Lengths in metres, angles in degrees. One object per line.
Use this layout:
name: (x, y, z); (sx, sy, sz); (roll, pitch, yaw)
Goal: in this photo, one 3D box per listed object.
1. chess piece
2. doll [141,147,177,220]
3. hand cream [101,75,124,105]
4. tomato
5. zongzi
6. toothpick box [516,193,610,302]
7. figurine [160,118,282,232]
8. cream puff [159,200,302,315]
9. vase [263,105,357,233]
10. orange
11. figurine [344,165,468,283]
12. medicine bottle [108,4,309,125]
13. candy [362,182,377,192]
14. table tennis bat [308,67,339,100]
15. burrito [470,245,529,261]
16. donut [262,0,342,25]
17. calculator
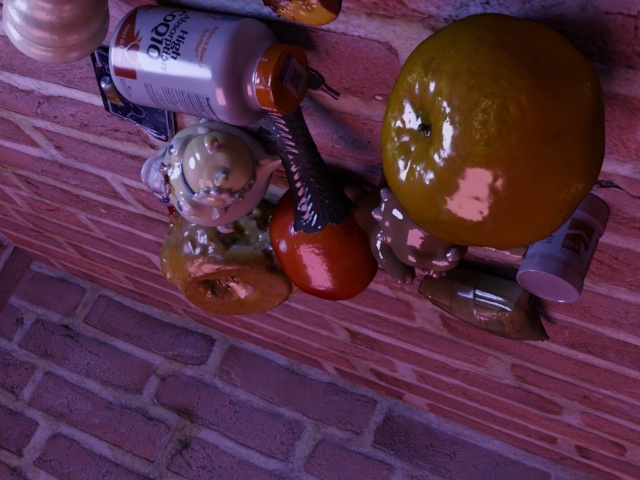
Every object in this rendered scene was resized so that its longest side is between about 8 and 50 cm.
chess piece: (-0.380, -0.397, 1.160); (0.167, 0.167, 0.299); (28, 156, -4)
doll: (-0.334, -0.106, 1.947); (0.188, 0.099, 0.384); (22, 164, 12)
hand cream: (-0.404, -0.285, 1.583); (0.035, 0.022, 0.102); (13, 162, 3)
tomato: (-0.001, -0.004, 1.573); (0.260, 0.180, 0.260); (60, 170, 17)
zongzi: (0.346, 0.136, 1.695); (0.228, 0.115, 0.256); (17, 169, 35)
toothpick box: (0.369, 0.008, 1.244); (0.098, 0.149, 0.098); (23, 161, 9)
figurine: (-0.154, -0.132, 1.434); (0.274, 0.226, 0.394); (-14, -178, -3)
cream puff: (-0.185, 0.017, 1.843); (0.343, 0.231, 0.327); (-15, 146, 22)
vase: (-0.033, -0.139, 1.336); (0.115, 0.115, 0.237); (3, 122, 48)
orange: (0.202, -0.125, 0.960); (0.235, 0.279, 0.279); (4, 174, -31)
figurine: (0.157, -0.053, 1.356); (0.177, 0.247, 0.173); (6, 127, -15)
medicine bottle: (-0.162, -0.260, 1.222); (0.289, 0.157, 0.157); (15, 158, 28)
candy: (0.106, -0.060, 1.573); (0.062, 0.038, 0.122); (22, 160, 12)
table tennis bat: (-0.006, -0.246, 1.282); (0.083, 0.007, 0.050); (32, 160, -11)
burrito: (0.304, 0.003, 1.478); (0.149, 0.041, 0.055); (16, 172, 27)
donut: (-0.026, -0.332, 1.012); (0.140, 0.059, 0.140); (23, 160, 9)
calculator: (-0.363, -0.285, 1.605); (0.166, 0.028, 0.274); (26, 161, 2)
